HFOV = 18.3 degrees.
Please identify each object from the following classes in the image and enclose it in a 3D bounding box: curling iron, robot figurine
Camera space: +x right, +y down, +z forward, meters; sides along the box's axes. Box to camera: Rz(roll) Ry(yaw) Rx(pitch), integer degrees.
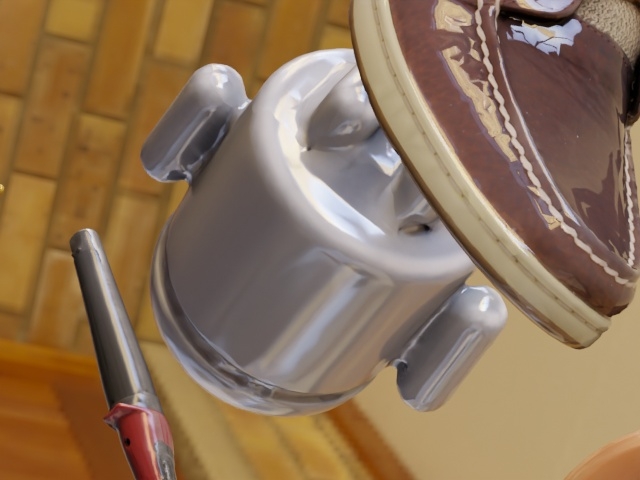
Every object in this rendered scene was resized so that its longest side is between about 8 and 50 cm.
[{"bbox_3d":[-0.114,0.112,1.127,0.035,0.068,0.274,49,25,-62],"label":"curling iron"},{"bbox_3d":[0.000,0.000,1.458,0.200,0.300,0.353,-42,175,-44],"label":"robot figurine"}]

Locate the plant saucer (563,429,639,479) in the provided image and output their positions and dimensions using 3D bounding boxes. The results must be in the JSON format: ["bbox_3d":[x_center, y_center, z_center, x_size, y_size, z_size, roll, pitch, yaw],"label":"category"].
[{"bbox_3d":[0.222,0.201,1.228,0.037,0.200,0.200,56,31,-56],"label":"plant saucer"}]

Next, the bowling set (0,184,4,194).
[{"bbox_3d":[-0.387,-0.050,1.357,0.154,0.287,0.200,27,-36,48],"label":"bowling set"}]

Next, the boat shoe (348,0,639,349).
[{"bbox_3d":[0.093,-0.109,0.850,0.123,0.123,0.342,-34,-142,24],"label":"boat shoe"}]
